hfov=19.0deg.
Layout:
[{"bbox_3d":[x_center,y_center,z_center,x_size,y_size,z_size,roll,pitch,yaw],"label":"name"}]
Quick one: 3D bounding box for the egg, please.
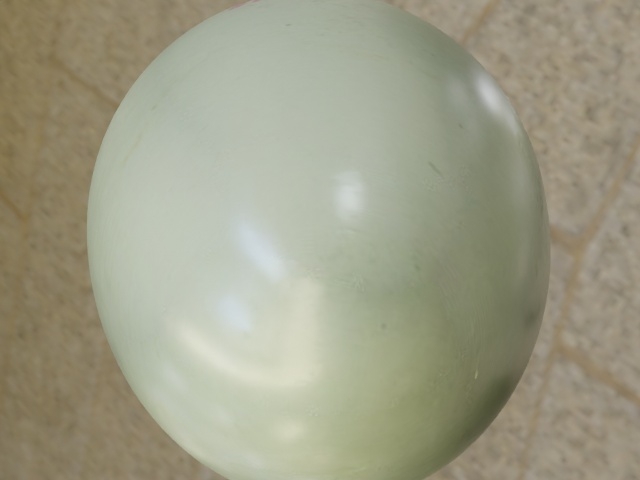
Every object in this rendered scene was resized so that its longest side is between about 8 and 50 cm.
[{"bbox_3d":[0.000,0.000,0.937,0.230,0.371,0.230,-1,-72,-4],"label":"egg"}]
